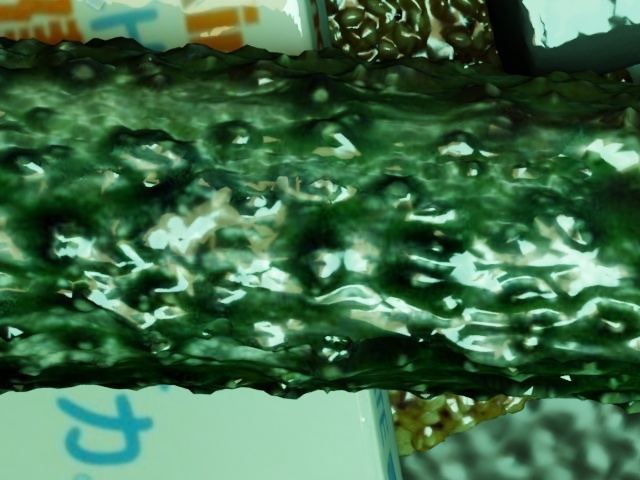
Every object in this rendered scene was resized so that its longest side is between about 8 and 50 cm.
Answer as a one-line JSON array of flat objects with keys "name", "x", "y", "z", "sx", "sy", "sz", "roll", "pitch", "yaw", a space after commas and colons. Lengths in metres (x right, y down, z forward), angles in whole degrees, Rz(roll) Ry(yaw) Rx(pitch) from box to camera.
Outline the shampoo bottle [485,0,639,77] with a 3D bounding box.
[{"name": "shampoo bottle", "x": 0.189, "y": -0.129, "z": 0.483, "sx": 0.309, "sy": 0.071, "sz": 0.098, "roll": -16, "pitch": 95, "yaw": 0}]

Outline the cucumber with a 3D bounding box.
[{"name": "cucumber", "x": 0.000, "y": 0.000, "z": 0.442, "sx": 0.359, "sy": 0.096, "sz": 0.096, "roll": 3, "pitch": 102, "yaw": 6}]

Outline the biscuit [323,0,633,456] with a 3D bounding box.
[{"name": "biscuit", "x": 0.024, "y": -0.052, "z": 0.537, "sx": 0.131, "sy": 0.025, "sz": 0.231, "roll": -25, "pitch": 99, "yaw": 8}]

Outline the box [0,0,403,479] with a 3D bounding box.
[{"name": "box", "x": -0.112, "y": 0.049, "z": 0.539, "sx": 0.265, "sy": 0.048, "sz": 0.273, "roll": -8, "pitch": 102, "yaw": 9}]
